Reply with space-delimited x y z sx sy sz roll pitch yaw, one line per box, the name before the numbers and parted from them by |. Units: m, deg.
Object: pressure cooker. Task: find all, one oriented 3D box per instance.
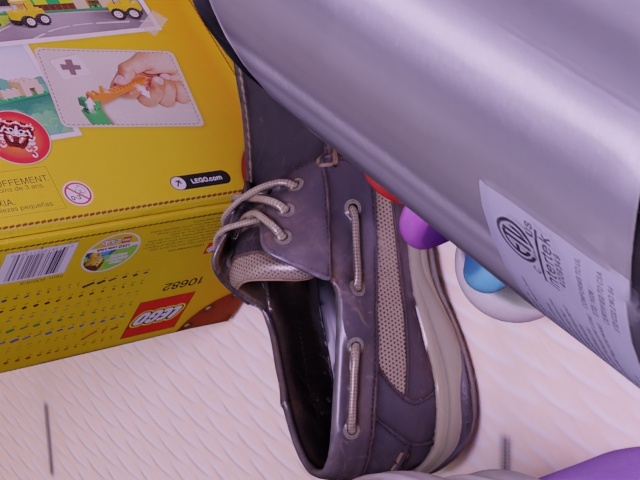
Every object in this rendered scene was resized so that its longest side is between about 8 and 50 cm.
pressure cooker | 0.130 -0.166 0.542 0.420 0.375 0.370 40 132 39

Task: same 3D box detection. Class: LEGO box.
LEGO box | -0.319 -0.089 1.044 0.372 0.500 0.193 59 138 25

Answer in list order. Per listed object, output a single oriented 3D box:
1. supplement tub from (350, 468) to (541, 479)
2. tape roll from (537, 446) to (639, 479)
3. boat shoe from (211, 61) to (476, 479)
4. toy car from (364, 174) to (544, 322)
supplement tub | -0.001 0.256 0.713 0.235 0.325 0.235 17 112 50
tape roll | 0.194 0.266 0.807 0.275 0.090 0.274 17 112 50
boat shoe | 0.000 0.000 0.955 0.132 0.130 0.355 -31 74 51
toy car | 0.096 -0.040 0.814 0.182 0.136 0.159 58 138 25
